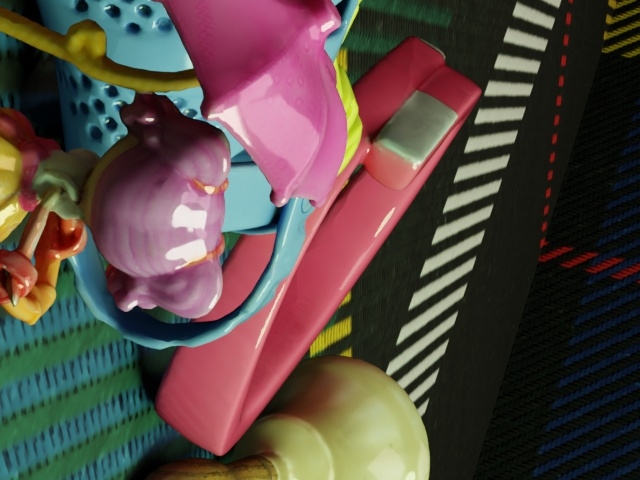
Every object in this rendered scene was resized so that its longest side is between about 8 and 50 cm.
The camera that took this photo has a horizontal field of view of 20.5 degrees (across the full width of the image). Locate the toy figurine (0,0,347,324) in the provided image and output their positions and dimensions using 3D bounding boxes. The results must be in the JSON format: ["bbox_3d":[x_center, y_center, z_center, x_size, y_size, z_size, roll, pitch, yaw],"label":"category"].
[{"bbox_3d":[-0.073,-0.030,0.464,0.130,0.159,0.173,-46,147,-68],"label":"toy figurine"}]

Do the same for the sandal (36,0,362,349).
[{"bbox_3d":[-0.049,-0.058,0.654,0.317,0.126,0.138,77,33,-62],"label":"sandal"}]

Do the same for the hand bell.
[{"bbox_3d":[-0.040,0.136,0.994,0.242,0.126,0.126,-2,105,-66],"label":"hand bell"}]

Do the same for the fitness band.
[{"bbox_3d":[0.000,0.000,0.947,0.209,0.054,0.291,-57,175,26],"label":"fitness band"}]
